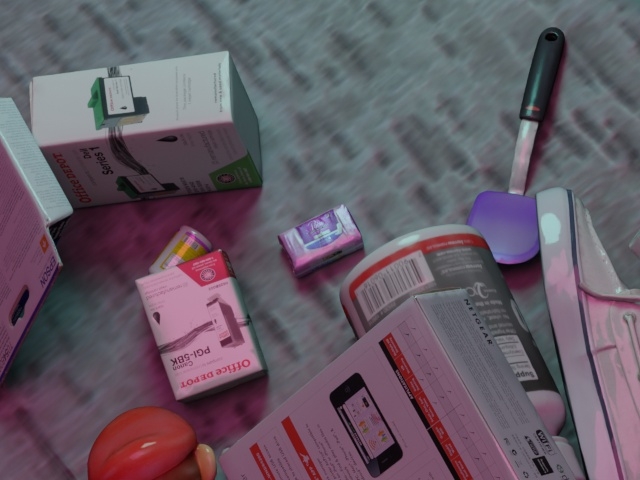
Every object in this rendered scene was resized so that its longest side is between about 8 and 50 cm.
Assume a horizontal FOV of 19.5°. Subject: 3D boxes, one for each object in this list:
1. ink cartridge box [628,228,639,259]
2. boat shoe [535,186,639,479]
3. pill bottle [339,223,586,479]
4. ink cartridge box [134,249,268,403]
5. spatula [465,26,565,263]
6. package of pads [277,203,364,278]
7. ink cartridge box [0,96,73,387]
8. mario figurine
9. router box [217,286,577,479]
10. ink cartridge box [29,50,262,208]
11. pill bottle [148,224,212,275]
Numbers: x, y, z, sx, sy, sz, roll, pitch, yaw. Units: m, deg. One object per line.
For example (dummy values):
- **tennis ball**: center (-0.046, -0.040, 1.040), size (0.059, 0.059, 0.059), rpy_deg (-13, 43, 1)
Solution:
- **ink cartridge box**: center (0.485, 0.033, 1.764), size (0.226, 0.131, 0.306), rpy_deg (-33, 71, -30)
- **boat shoe**: center (0.312, 0.109, 1.818), size (0.156, 0.136, 0.367), rpy_deg (-12, 67, 5)
- **pill bottle**: center (0.141, 0.140, 1.819), size (0.161, 0.161, 0.283), rpy_deg (-23, 66, -1)
- **ink cartridge box**: center (-0.123, 0.090, 1.927), size (0.099, 0.056, 0.135), rpy_deg (-21, 82, 1)
- **spatula**: center (0.220, -0.104, 1.988), size (0.084, 0.030, 0.296), rpy_deg (11, 68, 14)
- **package of pads**: center (0.000, 0.000, 1.981), size (0.083, 0.032, 0.050), rpy_deg (-26, 65, -2)
- **ink cartridge box**: center (-0.330, 0.003, 1.950), size (0.045, 0.223, 0.224), rpy_deg (-8, 57, -37)
- **mario figurine**: center (-0.123, 0.311, 1.836), size (0.170, 0.198, 0.320), rpy_deg (-43, 67, 36)
- **router box**: center (0.091, 0.262, 1.702), size (0.301, 0.082, 0.335), rpy_deg (-41, 69, 34)
- **ink cartridge box**: center (-0.186, -0.116, 1.997), size (0.219, 0.160, 0.092), rpy_deg (-8, 65, 8)
- **pill bottle**: center (-0.155, 0.028, 1.990), size (0.043, 0.043, 0.083), rpy_deg (31, 75, 21)
